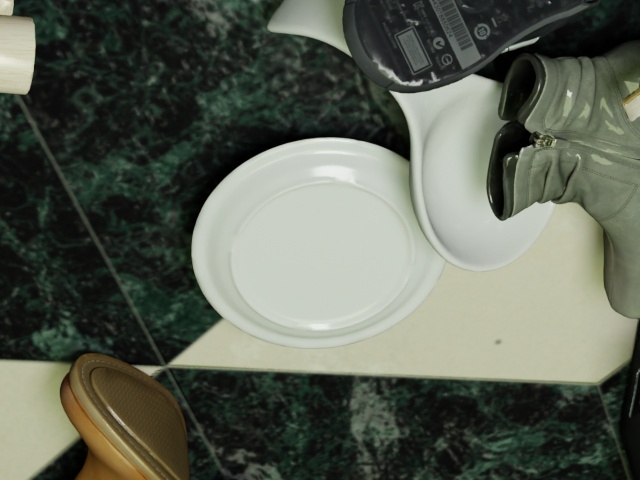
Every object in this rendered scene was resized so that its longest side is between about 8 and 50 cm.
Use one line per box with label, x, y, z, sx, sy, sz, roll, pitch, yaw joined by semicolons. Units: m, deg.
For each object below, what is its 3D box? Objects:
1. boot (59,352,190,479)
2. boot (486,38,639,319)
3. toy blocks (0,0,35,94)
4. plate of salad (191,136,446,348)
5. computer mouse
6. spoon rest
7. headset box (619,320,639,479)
boot;-0.197;0.225;1.550;0.220;0.109;0.283;-24;135;18
boot;0.191;-0.040;1.353;0.161;0.083;0.246;-13;124;-22
toy blocks;-0.287;-0.231;0.983;0.260;0.309;0.288;4;108;-17
plate of salad;0.000;0.000;1.410;0.200;0.048;0.200;-3;127;-4
computer mouse;0.151;-0.150;1.236;0.262;0.060;0.184;-33;97;-8
spoon rest;0.082;-0.084;1.316;0.276;0.084;0.137;41;78;-30
headset box;0.389;0.108;1.491;0.283;0.131;0.246;-1;128;-5
